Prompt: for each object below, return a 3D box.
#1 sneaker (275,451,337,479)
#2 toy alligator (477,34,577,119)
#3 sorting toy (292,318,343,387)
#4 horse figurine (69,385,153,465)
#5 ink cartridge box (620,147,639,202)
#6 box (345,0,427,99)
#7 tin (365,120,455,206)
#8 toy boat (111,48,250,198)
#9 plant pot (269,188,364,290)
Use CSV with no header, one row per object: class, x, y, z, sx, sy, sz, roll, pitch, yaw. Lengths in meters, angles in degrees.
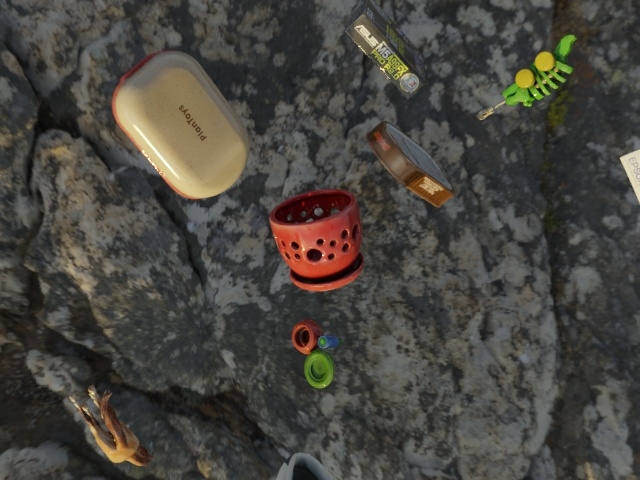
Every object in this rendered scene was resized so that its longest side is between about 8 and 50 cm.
sneaker,0.016,0.262,0.485,0.094,0.258,0.091,2,108,-32
toy alligator,0.328,-0.236,0.996,0.056,0.189,0.051,-7,61,-50
sorting toy,0.002,0.153,0.890,0.042,0.061,0.102,9,46,-48
horse figurine,-0.382,0.349,1.177,0.066,0.263,0.174,-37,83,-25
ink cartridge box,0.783,-0.120,1.343,0.045,0.224,0.223,-18,84,-46
box,0.159,-0.467,1.526,0.060,0.270,0.216,-38,109,24
tin,0.137,-0.114,0.956,0.040,0.189,0.106,-43,53,19
toy boat,-0.221,-0.173,0.993,0.151,0.151,0.231,-45,120,-17
plant pot,0.000,0.000,1.382,0.191,0.191,0.174,-19,117,-13
